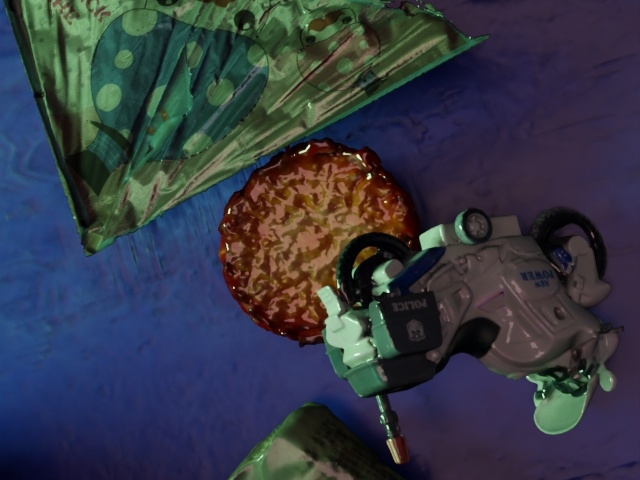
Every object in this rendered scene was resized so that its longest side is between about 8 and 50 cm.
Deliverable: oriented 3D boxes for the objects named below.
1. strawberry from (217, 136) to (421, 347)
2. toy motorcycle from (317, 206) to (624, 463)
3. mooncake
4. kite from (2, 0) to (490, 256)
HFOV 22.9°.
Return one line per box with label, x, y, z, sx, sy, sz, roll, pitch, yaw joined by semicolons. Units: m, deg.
strawberry;0.000;0.000;1.077;0.145;0.086;0.145;0;92;11
toy motorcycle;0.106;0.058;1.024;0.221;0.102;0.150;-7;79;-28
mooncake;-0.004;0.190;1.086;0.125;0.073;0.130;42;99;4
kite;-0.083;-0.154;1.083;0.406;0.014;0.368;18;78;21
